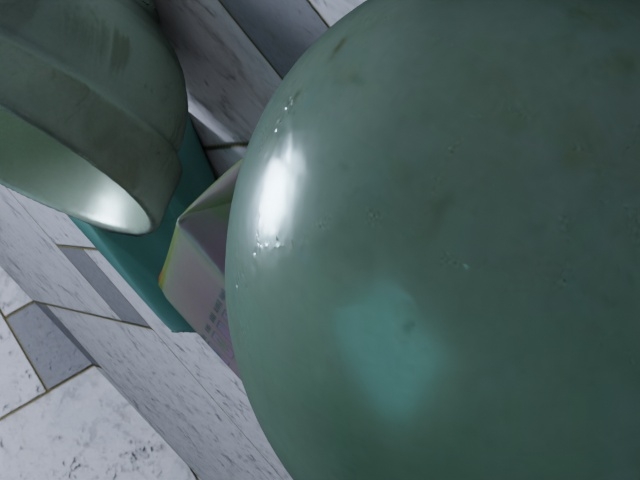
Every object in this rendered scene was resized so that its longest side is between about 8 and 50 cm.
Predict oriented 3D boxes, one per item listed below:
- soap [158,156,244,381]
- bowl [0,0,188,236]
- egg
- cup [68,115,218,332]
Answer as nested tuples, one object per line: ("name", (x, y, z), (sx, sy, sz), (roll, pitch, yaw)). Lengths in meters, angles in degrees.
("soap", (0.000, 0.000, 1.242), (0.138, 0.182, 0.199), (46, 164, 4))
("bowl", (-0.233, -0.142, 1.458), (0.307, 0.163, 0.307), (24, 170, 5))
("egg", (0.095, 0.028, 0.878), (0.276, 0.276, 0.389), (38, 164, 29))
("cup", (-0.150, -0.016, 1.707), (0.148, 0.134, 0.235), (38, 164, 39))
